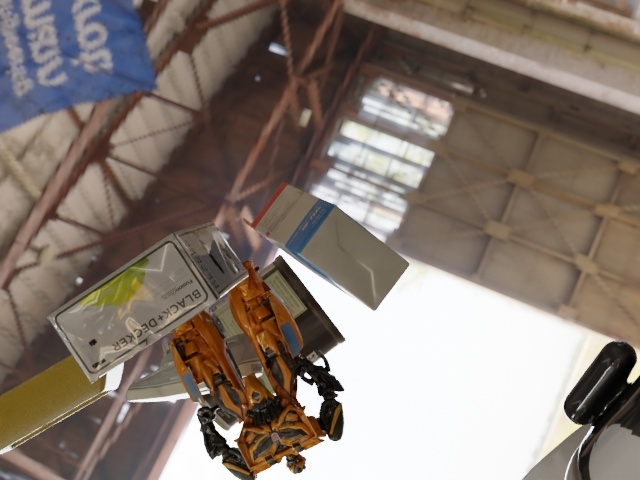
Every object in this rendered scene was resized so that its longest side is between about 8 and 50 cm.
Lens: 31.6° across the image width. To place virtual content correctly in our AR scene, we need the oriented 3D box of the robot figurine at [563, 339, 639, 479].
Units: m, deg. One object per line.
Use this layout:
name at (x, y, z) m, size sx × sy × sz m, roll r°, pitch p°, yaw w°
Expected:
robot figurine at (0.349, 0.212, 1.087) m, size 0.209 × 0.173 × 0.278 m, roll -93°, pitch 23°, yaw -46°

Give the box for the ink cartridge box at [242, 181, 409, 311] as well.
ink cartridge box at (0.000, 0.000, 1.453) m, size 0.078 × 0.134 × 0.231 m, roll -54°, pitch 25°, yaw -3°

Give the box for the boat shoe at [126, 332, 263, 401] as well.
boat shoe at (-0.193, 0.190, 1.705) m, size 0.079 × 0.227 × 0.081 m, roll 21°, pitch -125°, yaw -65°

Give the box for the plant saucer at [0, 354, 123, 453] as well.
plant saucer at (-0.492, 0.290, 2.013) m, size 0.333 × 0.081 × 0.333 m, roll -30°, pitch -2°, yaw -6°

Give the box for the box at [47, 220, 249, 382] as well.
box at (-0.188, 0.061, 1.314) m, size 0.169 × 0.087 × 0.290 m, roll -33°, pitch 2°, yaw 5°

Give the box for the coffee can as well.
coffee can at (-0.121, 0.187, 2.077) m, size 0.275 × 0.201 × 0.201 m, roll -37°, pitch -18°, yaw -2°

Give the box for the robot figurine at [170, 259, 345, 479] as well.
robot figurine at (-0.094, 0.187, 1.539) m, size 0.211 × 0.291 × 0.085 m, roll -28°, pitch -5°, yaw 5°

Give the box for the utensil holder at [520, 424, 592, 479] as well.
utensil holder at (0.519, 0.463, 1.709) m, size 0.327 × 0.385 × 0.327 m, roll -29°, pitch -26°, yaw -16°
